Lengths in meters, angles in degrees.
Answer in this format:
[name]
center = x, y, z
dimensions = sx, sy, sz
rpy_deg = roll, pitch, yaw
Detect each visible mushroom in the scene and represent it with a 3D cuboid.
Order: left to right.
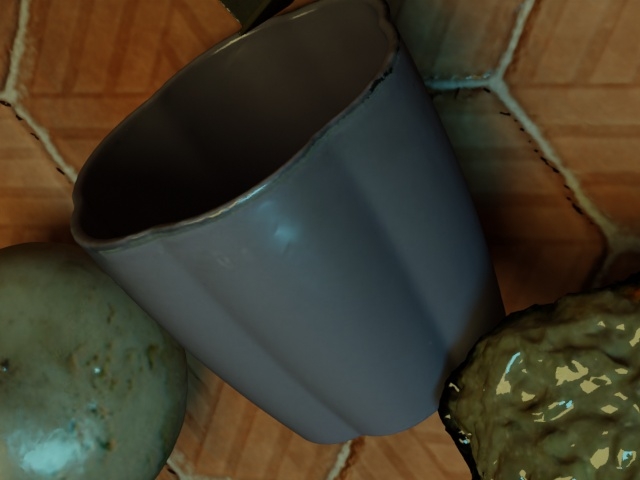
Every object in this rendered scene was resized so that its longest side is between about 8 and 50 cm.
[mushroom]
center = -0.235, 0.121, 1.387
dimensions = 0.243, 0.243, 0.244
rpy_deg = 14, 125, 22

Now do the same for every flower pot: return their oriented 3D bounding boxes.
[flower pot]
center = 0.000, 0.000, 1.141
dimensions = 0.265, 0.265, 0.243
rpy_deg = -17, 120, 36

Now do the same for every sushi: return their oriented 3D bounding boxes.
[sushi]
center = 0.250, 0.112, 1.050
dimensions = 0.350, 0.171, 0.211
rpy_deg = -13, 74, 26

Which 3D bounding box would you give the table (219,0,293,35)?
[table]
center = -0.043, -0.207, 1.141
dimensions = 0.082, 0.070, 0.083
rpy_deg = 47, 131, 1
